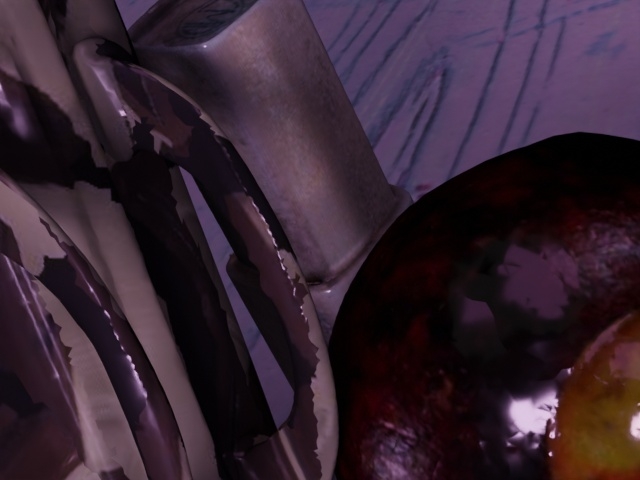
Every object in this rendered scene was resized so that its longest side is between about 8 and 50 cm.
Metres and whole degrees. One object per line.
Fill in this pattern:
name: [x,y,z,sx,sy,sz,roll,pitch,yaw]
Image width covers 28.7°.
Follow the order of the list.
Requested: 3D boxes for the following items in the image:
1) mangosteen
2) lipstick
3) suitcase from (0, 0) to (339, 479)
mangosteen: [0.101,0.062,0.469,0.210,0.210,0.210,-17,35,12]
lipstick: [0.000,0.000,0.565,0.077,0.253,0.079,11,50,41]
suitcase: [-0.138,0.044,0.500,0.339,0.351,0.194,-5,21,42]
